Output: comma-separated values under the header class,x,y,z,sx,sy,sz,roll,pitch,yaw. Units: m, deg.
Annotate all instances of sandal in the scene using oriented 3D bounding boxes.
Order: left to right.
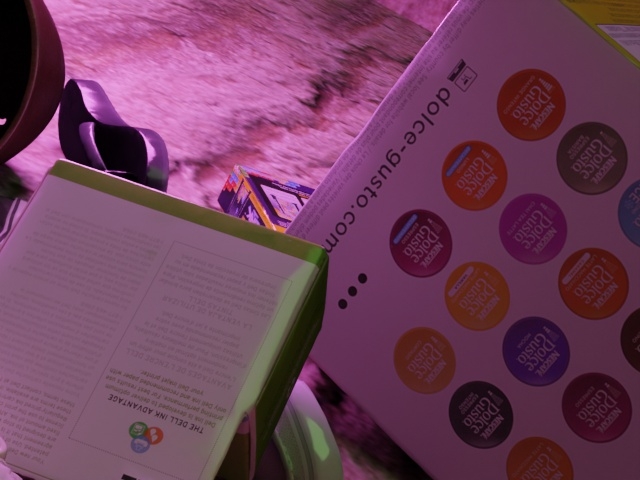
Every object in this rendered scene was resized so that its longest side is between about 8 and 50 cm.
class,x,y,z,sx,sy,sz,roll,pitch,yaw
sandal,-0.193,-0.068,1.287,0.054,0.097,0.254,2,20,-28

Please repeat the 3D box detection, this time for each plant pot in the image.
class,x,y,z,sx,sy,sz,roll,pitch,yaw
plant pot,-0.293,-0.141,1.197,0.215,0.215,0.230,30,5,7

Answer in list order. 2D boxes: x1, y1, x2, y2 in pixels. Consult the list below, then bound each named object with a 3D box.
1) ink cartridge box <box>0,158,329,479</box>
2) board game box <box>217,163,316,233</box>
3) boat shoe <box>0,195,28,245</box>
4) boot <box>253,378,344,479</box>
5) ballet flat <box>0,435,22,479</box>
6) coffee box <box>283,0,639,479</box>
class,x,y,z,sx,sy,sz,roll,pitch,yaw
ink cartridge box,-0.128,0.096,0.887,0.188,0.097,0.255,19,57,10
board game box,0.000,0.000,1.419,0.170,0.048,0.141,17,24,-29
boat shoe,-0.245,0.015,1.028,0.070,0.078,0.219,25,12,-11
boot,-0.096,0.107,0.994,0.123,0.095,0.258,-4,32,-34
ballet flat,-0.190,0.123,0.717,0.147,0.147,0.409,4,31,-49
coffee box,0.220,0.008,1.195,0.334,0.338,0.338,44,23,16
